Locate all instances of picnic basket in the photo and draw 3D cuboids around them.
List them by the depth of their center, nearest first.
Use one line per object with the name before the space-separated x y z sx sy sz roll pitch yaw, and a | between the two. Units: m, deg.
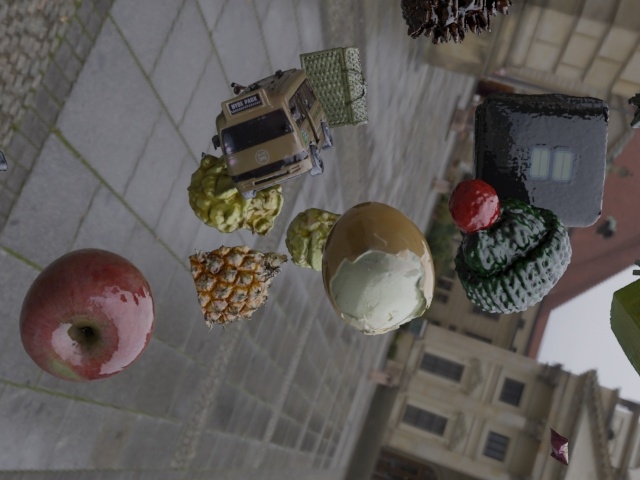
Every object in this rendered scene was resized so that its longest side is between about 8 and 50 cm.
picnic basket | 0.043 -0.383 2.007 0.134 0.154 0.197 -50 132 -79

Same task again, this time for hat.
hat | 0.414 -0.011 1.808 0.274 0.242 0.332 -54 128 -23

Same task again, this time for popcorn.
popcorn | -0.187 -0.110 1.786 0.218 0.189 0.170 -23 135 -26
popcorn | -0.001 0.001 2.127 0.185 0.187 0.167 11 93 -74

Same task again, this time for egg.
egg | 0.100 0.041 1.424 0.201 0.200 0.245 95 -12 -55

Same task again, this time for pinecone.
pinecone | 0.238 -0.444 1.382 0.221 0.221 0.222 18 90 -81

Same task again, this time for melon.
melon | 0.543 0.161 1.162 0.196 0.124 0.323 -43 -159 23

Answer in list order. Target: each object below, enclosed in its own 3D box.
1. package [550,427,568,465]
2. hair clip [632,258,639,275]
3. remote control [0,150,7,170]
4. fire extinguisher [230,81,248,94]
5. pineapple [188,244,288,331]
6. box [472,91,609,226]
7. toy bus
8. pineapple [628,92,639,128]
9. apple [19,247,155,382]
package | 0.572 0.495 1.900 0.029 0.059 0.083 -18 116 -25
hair clip | 0.595 0.060 1.371 0.115 0.039 0.030 -151 -110 -68
remote control | -0.522 -0.124 1.213 0.014 0.039 0.096 -29 170 30
fire extinguisher | -0.206 -0.401 2.101 0.100 0.046 0.032 -20 119 -65
pineapple | -0.224 0.154 2.390 0.344 0.286 0.209 75 4 -67
box | 0.581 -0.212 2.114 0.091 0.350 0.360 -67 158 -80
toy bus | -0.073 -0.182 1.274 0.289 0.139 0.157 -71 141 -68
pineapple | 0.863 -0.329 1.884 0.141 0.170 0.310 -58 -169 -15
apple | -0.558 0.176 1.929 0.269 0.344 0.345 -101 -156 -66
